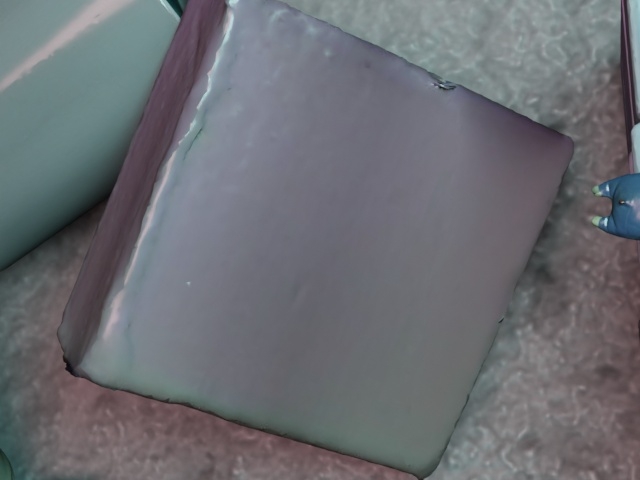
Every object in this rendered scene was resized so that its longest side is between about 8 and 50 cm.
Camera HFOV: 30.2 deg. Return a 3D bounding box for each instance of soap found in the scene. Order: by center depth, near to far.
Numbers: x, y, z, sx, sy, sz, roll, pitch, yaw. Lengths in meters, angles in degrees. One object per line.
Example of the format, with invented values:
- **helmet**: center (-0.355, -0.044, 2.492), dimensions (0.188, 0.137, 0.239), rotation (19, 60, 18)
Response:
- **soap**: center (0.000, 0.000, 0.845), dimensions (0.296, 0.107, 0.285), rotation (22, 93, -25)

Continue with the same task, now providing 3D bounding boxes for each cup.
- **cup**: center (-0.227, -0.115, 0.939), dimensions (0.312, 0.205, 0.205), rotation (-35, 79, 10)

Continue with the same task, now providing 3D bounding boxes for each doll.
- **doll**: center (0.199, -0.017, 0.592), dimensions (0.125, 0.027, 0.037), rotation (1, 84, 17)

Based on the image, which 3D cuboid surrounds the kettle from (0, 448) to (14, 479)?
- **kettle**: center (-0.414, 0.120, 0.905), dimensions (0.265, 0.205, 0.318), rotation (-12, 126, 16)

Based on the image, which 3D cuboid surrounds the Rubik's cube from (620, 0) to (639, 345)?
- **Rubik's cube**: center (0.355, -0.014, 0.728), dimensions (0.321, 0.319, 0.316), rotation (-3, 85, 13)
